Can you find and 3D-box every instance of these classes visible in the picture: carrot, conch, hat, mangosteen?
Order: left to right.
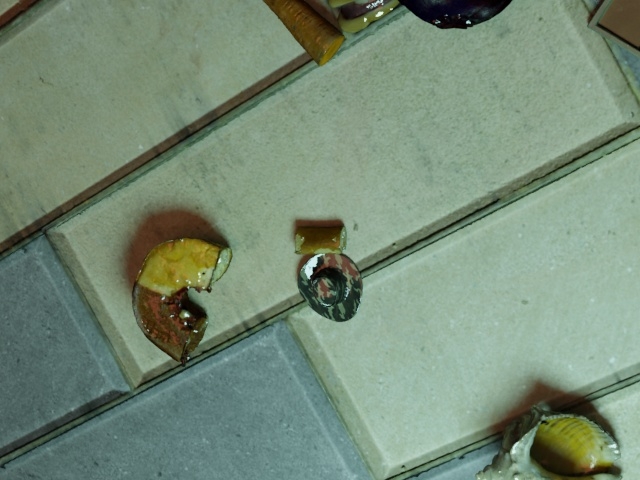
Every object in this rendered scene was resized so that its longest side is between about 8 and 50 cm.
[{"bbox_3d":[-0.053,-0.363,1.579,0.209,0.061,0.061,45,111,8],"label":"carrot"},{"bbox_3d":[0.014,0.081,1.650,0.121,0.050,0.121,4,105,15],"label":"hat"},{"bbox_3d":[0.187,-0.412,1.426,0.194,0.194,0.230,-5,79,19],"label":"mangosteen"},{"bbox_3d":[0.350,0.342,1.545,0.245,0.163,0.178,6,123,-13],"label":"conch"}]

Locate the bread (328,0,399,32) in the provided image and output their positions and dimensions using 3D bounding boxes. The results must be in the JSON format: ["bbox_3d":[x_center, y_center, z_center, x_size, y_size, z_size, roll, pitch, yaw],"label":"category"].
[{"bbox_3d":[0.051,-0.432,1.513,0.134,0.081,0.225,-19,94,20],"label":"bread"}]

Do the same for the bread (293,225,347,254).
[{"bbox_3d":[0.000,0.000,1.646,0.083,0.036,0.047,0,86,19],"label":"bread"}]

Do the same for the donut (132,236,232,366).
[{"bbox_3d":[-0.231,0.079,1.712,0.141,0.085,0.217,29,108,11],"label":"donut"}]

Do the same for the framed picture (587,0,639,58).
[{"bbox_3d":[0.528,-0.312,1.416,0.250,0.016,0.184,33,109,9],"label":"framed picture"}]
